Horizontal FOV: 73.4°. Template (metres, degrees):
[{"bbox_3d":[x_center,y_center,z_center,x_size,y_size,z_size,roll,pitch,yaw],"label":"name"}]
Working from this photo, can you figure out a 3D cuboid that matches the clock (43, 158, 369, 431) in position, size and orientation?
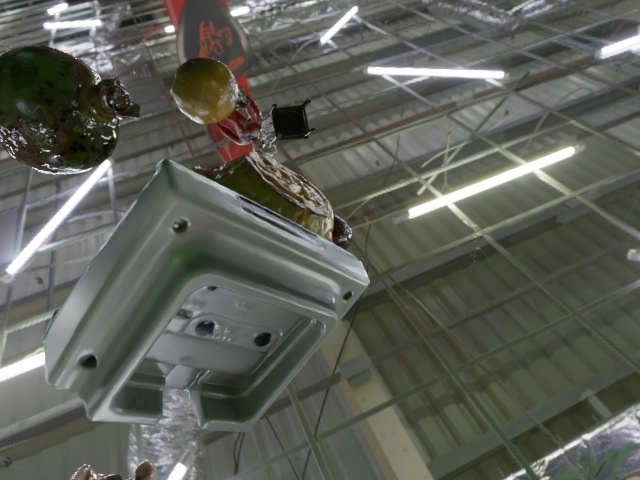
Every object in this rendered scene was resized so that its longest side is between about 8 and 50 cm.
[{"bbox_3d":[-0.098,0.081,0.441,0.231,0.262,0.116,-49,-137,16],"label":"clock"}]

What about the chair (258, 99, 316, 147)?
[{"bbox_3d":[-0.093,-0.298,1.122,0.102,0.084,0.212,-11,-174,-16],"label":"chair"}]

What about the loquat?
[{"bbox_3d":[-0.367,-0.493,1.442,0.246,0.213,0.213,19,-142,-21],"label":"loquat"}]

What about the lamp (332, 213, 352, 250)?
[{"bbox_3d":[0.005,0.000,1.139,0.157,0.157,0.134,-1,-118,13],"label":"lamp"}]

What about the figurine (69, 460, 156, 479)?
[{"bbox_3d":[-0.324,0.459,0.695,0.133,0.275,0.200,18,-132,15],"label":"figurine"}]

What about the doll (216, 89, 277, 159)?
[{"bbox_3d":[-0.302,-0.456,1.662,0.189,0.384,0.099,-30,-161,30],"label":"doll"}]

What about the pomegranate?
[{"bbox_3d":[-0.259,-0.125,0.425,0.131,0.130,0.130,-5,-137,5],"label":"pomegranate"}]

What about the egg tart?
[{"bbox_3d":[-0.071,-0.044,0.677,0.118,0.288,0.288,-53,-137,17],"label":"egg tart"}]
